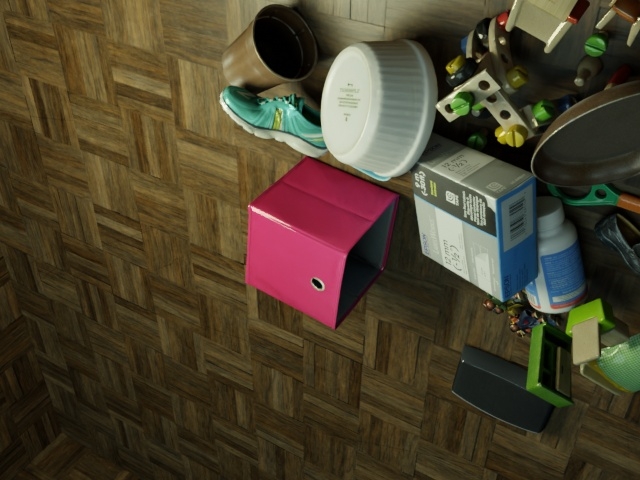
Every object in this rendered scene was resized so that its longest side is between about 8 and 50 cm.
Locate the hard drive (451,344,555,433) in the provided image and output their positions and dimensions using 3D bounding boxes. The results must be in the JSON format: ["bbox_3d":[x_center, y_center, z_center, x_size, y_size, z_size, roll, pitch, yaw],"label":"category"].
[{"bbox_3d":[0.454,0.376,1.811,0.254,0.054,0.172,24,134,20],"label":"hard drive"}]

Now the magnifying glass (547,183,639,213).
[{"bbox_3d":[0.552,-0.090,1.403,0.231,0.026,0.092,24,133,22],"label":"magnifying glass"}]

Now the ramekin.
[{"bbox_3d":[0.101,-0.262,1.422,0.273,0.127,0.273,-179,90,-65],"label":"ramekin"}]

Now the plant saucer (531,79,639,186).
[{"bbox_3d":[0.506,-0.183,1.223,0.310,0.310,0.050,-33,57,46],"label":"plant saucer"}]

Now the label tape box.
[{"bbox_3d":[0.268,-0.065,1.466,0.347,0.115,0.249,32,146,45],"label":"label tape box"}]

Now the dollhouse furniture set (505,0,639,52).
[{"bbox_3d":[0.390,-0.411,1.102,0.262,0.259,0.135,33,146,9],"label":"dollhouse furniture set"}]

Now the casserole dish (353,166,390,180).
[{"bbox_3d":[0.103,-0.211,1.632,0.188,0.037,0.114,30,135,14],"label":"casserole dish"}]

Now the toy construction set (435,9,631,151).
[{"bbox_3d":[0.353,-0.252,1.266,0.309,0.237,0.257,0,122,36],"label":"toy construction set"}]

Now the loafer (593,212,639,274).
[{"bbox_3d":[0.611,0.014,1.401,0.170,0.062,0.061,38,152,6],"label":"loafer"}]

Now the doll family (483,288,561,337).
[{"bbox_3d":[0.449,0.166,1.640,0.193,0.076,0.111,46,132,-7],"label":"doll family"}]

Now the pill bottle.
[{"bbox_3d":[0.466,0.027,1.481,0.124,0.124,0.221,1,123,36],"label":"pill bottle"}]

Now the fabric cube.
[{"bbox_3d":[0.000,0.000,1.709,0.258,0.259,0.254,26,135,19],"label":"fabric cube"}]

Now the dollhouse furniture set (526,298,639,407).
[{"bbox_3d":[0.601,0.272,1.476,0.301,0.151,0.197,30,142,-20],"label":"dollhouse furniture set"}]

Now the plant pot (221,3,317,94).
[{"bbox_3d":[-0.121,-0.397,1.573,0.165,0.167,0.167,-16,112,50],"label":"plant pot"}]

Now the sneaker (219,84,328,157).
[{"bbox_3d":[-0.082,-0.281,1.576,0.275,0.107,0.110,18,138,-18],"label":"sneaker"}]
